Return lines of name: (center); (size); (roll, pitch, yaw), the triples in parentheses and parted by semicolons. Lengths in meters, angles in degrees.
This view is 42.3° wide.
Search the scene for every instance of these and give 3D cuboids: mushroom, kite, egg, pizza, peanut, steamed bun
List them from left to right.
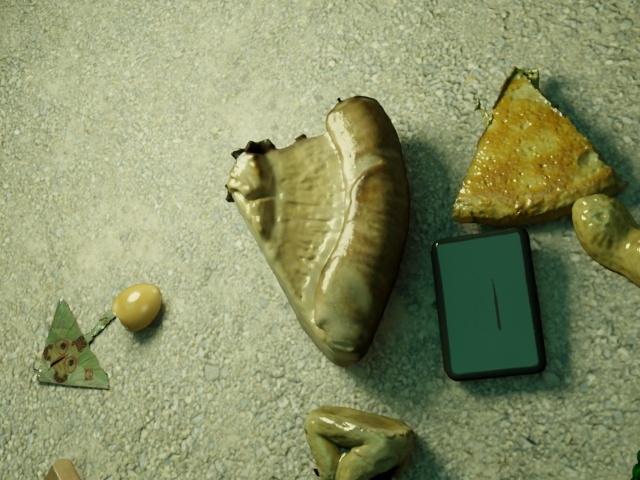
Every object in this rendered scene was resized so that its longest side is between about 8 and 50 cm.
kite: (-0.454, 0.193, 1.601); (0.250, 0.012, 0.229); (-42, 64, 3)
egg: (-0.340, 0.122, 1.543); (0.096, 0.080, 0.080); (-35, 60, -11)
mushroom: (0.044, -0.004, 1.381); (0.313, 0.224, 0.397); (-26, 70, -4)
steamed bun: (0.054, 0.348, 1.274); (0.172, 0.140, 0.155); (9, 88, 28)
pizza: (0.356, -0.163, 1.369); (0.279, 0.075, 0.288); (-4, 67, 17)
peanut: (0.472, 0.014, 1.232); (0.229, 0.098, 0.103); (37, 125, 27)

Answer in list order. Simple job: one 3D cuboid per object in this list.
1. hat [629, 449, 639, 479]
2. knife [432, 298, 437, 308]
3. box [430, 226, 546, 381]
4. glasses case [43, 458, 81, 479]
hat: (0.486, 0.321, 0.982); (0.242, 0.332, 0.274); (3, 74, 25)
knife: (0.260, 0.058, 1.351); (0.184, 0.026, 0.022); (-36, 22, 9)
box: (0.262, 0.100, 1.301); (0.160, 0.050, 0.230); (-9, 76, 19)
glasses case: (-0.421, 0.489, 1.455); (0.193, 0.070, 0.102); (50, 122, 27)
